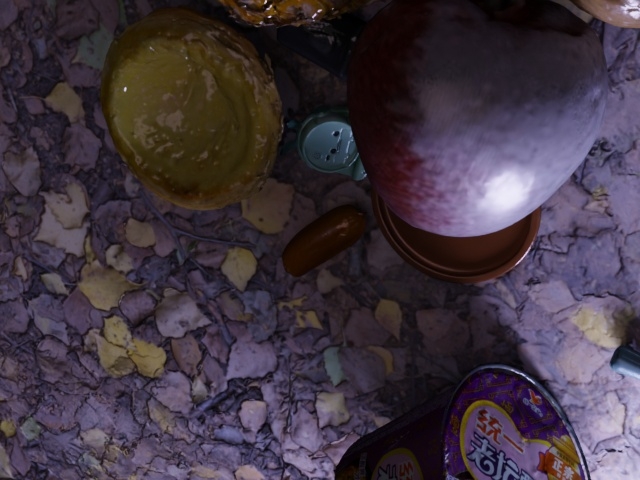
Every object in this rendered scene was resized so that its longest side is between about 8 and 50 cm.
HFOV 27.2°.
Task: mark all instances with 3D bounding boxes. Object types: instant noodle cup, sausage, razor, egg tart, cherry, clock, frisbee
[{"bbox_3d":[0.188,0.371,1.884,0.266,0.340,0.339,-26,98,40],"label":"instant noodle cup"},{"bbox_3d":[0.000,0.000,1.961,0.183,0.054,0.062,-32,67,35],"label":"sausage"},{"bbox_3d":[0.012,-0.281,1.834,0.148,0.054,0.090,30,121,13],"label":"razor"},{"bbox_3d":[-0.176,-0.196,1.925,0.315,0.120,0.315,11,115,24],"label":"egg tart"},{"bbox_3d":[0.201,-0.166,1.667,0.326,0.291,0.335,-16,121,3],"label":"cherry"},{"bbox_3d":[0.010,-0.140,1.870,0.135,0.041,0.101,6,120,-11],"label":"clock"},{"bbox_3d":[0.190,-0.056,1.866,0.251,0.021,0.250,9,114,22],"label":"frisbee"}]

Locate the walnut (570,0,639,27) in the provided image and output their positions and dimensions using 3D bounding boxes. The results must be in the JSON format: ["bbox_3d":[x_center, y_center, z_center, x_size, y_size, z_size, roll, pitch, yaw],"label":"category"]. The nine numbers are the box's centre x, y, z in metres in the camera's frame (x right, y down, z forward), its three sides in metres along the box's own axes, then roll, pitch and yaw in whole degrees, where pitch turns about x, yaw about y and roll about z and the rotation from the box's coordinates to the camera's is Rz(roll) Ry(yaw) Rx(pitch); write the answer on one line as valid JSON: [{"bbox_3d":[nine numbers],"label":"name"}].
[{"bbox_3d":[0.358,-0.358,1.561,0.213,0.213,0.213,10,115,22],"label":"walnut"}]

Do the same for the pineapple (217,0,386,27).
[{"bbox_3d":[-0.020,-0.432,1.630,0.352,0.352,0.300,0,117,26],"label":"pineapple"}]

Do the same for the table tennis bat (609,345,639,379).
[{"bbox_3d":[0.516,0.205,1.813,0.244,0.040,0.153,22,120,11],"label":"table tennis bat"}]
